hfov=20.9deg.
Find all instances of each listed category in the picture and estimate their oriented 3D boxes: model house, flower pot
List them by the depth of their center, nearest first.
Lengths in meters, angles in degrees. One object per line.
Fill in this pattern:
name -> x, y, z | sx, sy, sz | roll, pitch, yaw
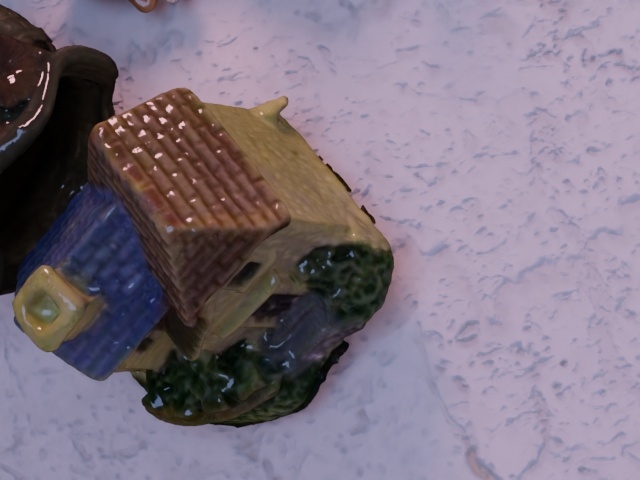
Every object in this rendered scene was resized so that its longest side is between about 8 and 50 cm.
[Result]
model house -> -0.128, 0.034, 1.640 | 0.321, 0.266, 0.261 | -47, 66, 17
flower pot -> -0.349, -0.096, 1.725 | 0.213, 0.302, 0.301 | 23, 93, 13

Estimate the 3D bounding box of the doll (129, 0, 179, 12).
doll -> -0.197, -0.321, 1.807 | 0.217, 0.085, 0.183 | -31, 80, 15
